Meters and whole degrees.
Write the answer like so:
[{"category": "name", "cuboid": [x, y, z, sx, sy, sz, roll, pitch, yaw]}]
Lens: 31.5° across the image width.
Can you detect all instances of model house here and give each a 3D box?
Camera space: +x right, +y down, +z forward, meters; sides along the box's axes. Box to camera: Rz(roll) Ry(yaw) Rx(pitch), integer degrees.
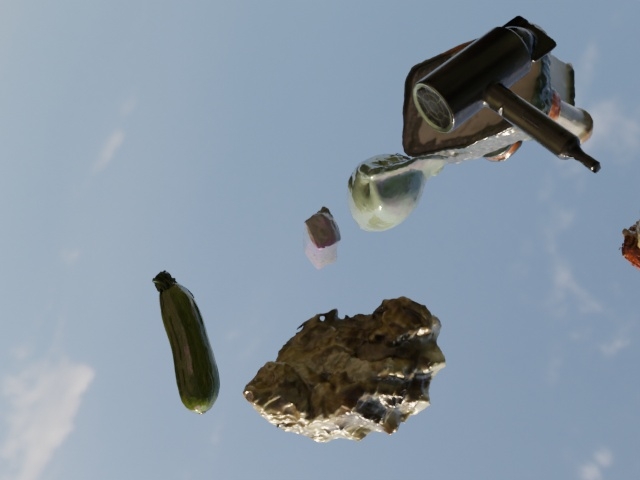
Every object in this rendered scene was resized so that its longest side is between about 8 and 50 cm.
[{"category": "model house", "cuboid": [0.325, -0.199, 1.857, 0.271, 0.301, 0.190, -17, -114, 43]}]

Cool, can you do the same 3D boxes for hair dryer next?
[{"category": "hair dryer", "cuboid": [0.268, -0.169, 1.413, 0.195, 0.078, 0.248, -37, -119, -18]}]

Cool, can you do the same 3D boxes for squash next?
[{"category": "squash", "cuboid": [-0.154, 0.115, 1.310, 0.052, 0.052, 0.183, -42, -126, 36]}]

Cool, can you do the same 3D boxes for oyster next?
[{"category": "oyster", "cuboid": [0.042, 0.232, 1.934, 0.115, 0.351, 0.238, 159, -79, -88]}]

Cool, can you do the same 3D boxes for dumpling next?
[{"category": "dumpling", "cuboid": [0.101, -0.087, 1.640, 0.149, 0.105, 0.216, -55, 172, -8]}]

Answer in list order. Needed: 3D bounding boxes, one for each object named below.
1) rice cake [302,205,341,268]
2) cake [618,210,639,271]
[{"category": "rice cake", "cuboid": [0.000, 0.000, 2.129, 0.056, 0.072, 0.365, -27, 174, -5]}, {"category": "cake", "cuboid": [0.406, 0.040, 1.229, 0.086, 0.117, 0.220, 95, -13, -52]}]
